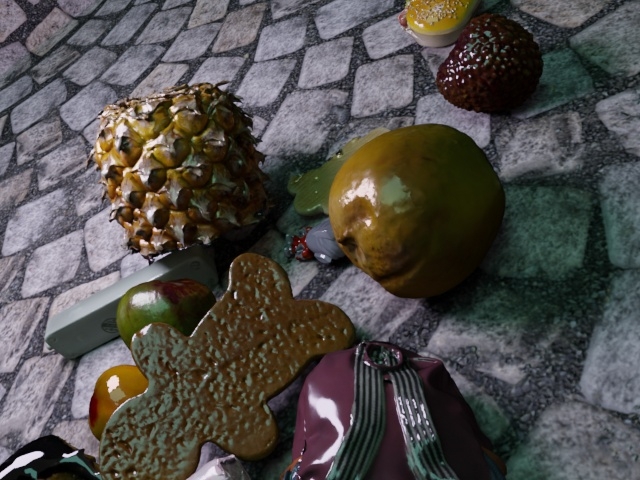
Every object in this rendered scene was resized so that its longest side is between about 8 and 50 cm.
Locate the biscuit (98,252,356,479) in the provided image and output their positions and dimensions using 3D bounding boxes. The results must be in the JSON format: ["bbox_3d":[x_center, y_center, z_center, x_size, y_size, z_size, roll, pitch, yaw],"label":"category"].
[{"bbox_3d":[-0.164,0.220,0.998,0.283,0.064,0.432,37,66,12],"label":"biscuit"}]

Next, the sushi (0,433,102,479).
[{"bbox_3d":[-0.405,0.416,0.949,0.199,0.213,0.204,18,58,34],"label":"sushi"}]

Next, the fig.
[{"bbox_3d":[-0.262,0.152,1.129,0.180,0.181,0.191,-26,70,8],"label":"fig"}]

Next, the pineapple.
[{"bbox_3d":[-0.266,-0.146,1.233,0.352,0.300,0.352,-11,17,3],"label":"pineapple"}]

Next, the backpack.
[{"bbox_3d":[0.089,0.266,0.810,0.283,0.197,0.317,0,46,2],"label":"backpack"}]

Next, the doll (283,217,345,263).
[{"bbox_3d":[0.000,0.000,1.179,0.180,0.079,0.094,-8,64,40],"label":"doll"}]

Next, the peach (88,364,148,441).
[{"bbox_3d":[-0.326,0.283,1.080,0.138,0.138,0.138,-15,48,17],"label":"peach"}]

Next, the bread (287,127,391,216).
[{"bbox_3d":[0.057,-0.125,1.272,0.250,0.039,0.182,-30,45,3],"label":"bread"}]

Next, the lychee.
[{"bbox_3d":[0.327,-0.328,1.207,0.188,0.188,0.188,-15,48,17],"label":"lychee"}]

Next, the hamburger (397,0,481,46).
[{"bbox_3d":[0.274,-0.538,1.444,0.172,0.116,0.210,18,64,35],"label":"hamburger"}]

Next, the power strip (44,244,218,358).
[{"bbox_3d":[-0.389,0.127,1.273,0.385,0.091,0.062,-27,42,6],"label":"power strip"}]

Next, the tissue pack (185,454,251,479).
[{"bbox_3d":[-0.179,0.441,0.828,0.271,0.124,0.201,-36,80,-3],"label":"tissue pack"}]

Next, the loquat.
[{"bbox_3d":[0.155,-0.056,1.013,0.283,0.276,0.276,-37,45,-8],"label":"loquat"}]
